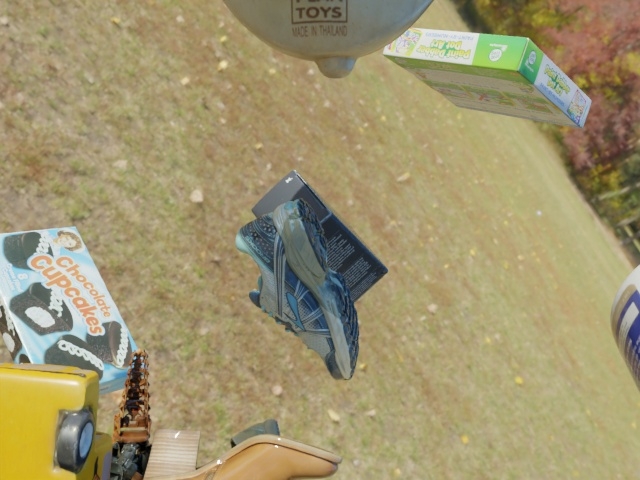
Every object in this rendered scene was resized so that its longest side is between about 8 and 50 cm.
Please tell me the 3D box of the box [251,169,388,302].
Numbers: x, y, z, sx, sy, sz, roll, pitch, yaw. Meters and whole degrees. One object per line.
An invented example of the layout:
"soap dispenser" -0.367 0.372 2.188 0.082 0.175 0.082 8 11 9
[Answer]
"box" 0.000 0.000 1.263 0.207 0.108 0.153 43 6 -42

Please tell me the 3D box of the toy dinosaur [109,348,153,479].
"toy dinosaur" -0.254 0.318 0.945 0.218 0.164 0.321 -18 -89 68

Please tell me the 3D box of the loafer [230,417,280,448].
"loafer" -0.093 0.375 1.106 0.268 0.092 0.101 -115 -169 -72

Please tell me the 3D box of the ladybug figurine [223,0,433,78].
"ladybug figurine" 0.015 -0.387 0.777 0.162 0.305 0.449 35 57 -80

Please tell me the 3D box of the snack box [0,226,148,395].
"snack box" -0.450 0.123 1.239 0.187 0.060 0.322 -9 58 -48

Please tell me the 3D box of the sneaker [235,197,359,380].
"sneaker" -0.028 0.079 1.021 0.110 0.122 0.283 -73 144 -64

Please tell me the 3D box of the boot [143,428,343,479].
"boot" -0.078 0.267 0.702 0.073 0.197 0.152 82 10 -71

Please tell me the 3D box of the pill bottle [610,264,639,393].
"pill bottle" 0.335 0.126 0.552 0.153 0.153 0.264 47 23 -23

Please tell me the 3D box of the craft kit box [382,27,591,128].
"craft kit box" 0.267 -0.260 1.156 0.250 0.060 0.247 21 4 41

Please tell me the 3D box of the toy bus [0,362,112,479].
"toy bus" -0.255 0.275 0.633 0.130 0.108 0.332 69 26 -86
